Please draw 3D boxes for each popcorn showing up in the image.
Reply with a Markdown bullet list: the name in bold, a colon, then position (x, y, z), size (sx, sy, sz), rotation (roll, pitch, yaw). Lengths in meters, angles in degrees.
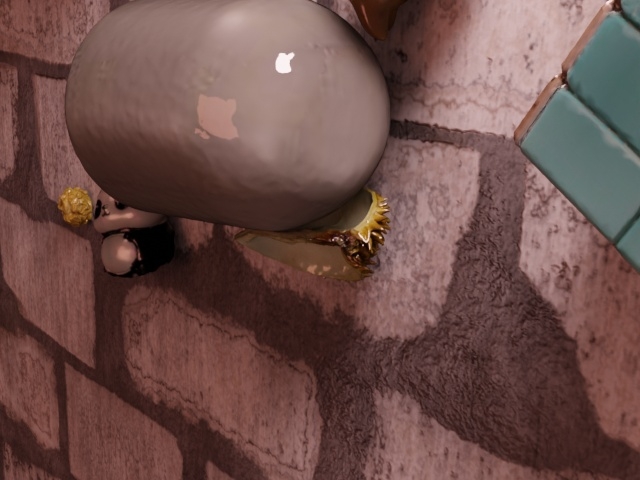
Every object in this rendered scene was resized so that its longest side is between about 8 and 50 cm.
- **popcorn**: position (-0.510, -0.069, 1.846), size (0.083, 0.057, 0.082), rotation (-45, 72, 41)

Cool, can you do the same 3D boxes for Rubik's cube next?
- **Rubik's cube**: position (0.344, -0.101, 0.721), size (0.231, 0.221, 0.224), rotation (53, 133, 27)

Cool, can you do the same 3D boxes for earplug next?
- **earplug**: position (-0.102, -0.172, 1.159), size (0.394, 0.313, 0.312), rotation (10, 107, 45)

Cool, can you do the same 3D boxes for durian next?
- **durian**: position (0.000, 0.000, 1.211), size (0.252, 0.139, 0.144), rotation (15, 114, 46)

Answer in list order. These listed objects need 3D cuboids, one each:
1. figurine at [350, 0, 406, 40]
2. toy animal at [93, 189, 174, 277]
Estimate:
- **figurine**: position (0.096, -0.326, 0.991), size (0.247, 0.177, 0.173), rotation (-50, 42, 30)
- **toy animal**: position (-0.343, -0.026, 1.600), size (0.166, 0.138, 0.179), rotation (-7, 99, 33)
